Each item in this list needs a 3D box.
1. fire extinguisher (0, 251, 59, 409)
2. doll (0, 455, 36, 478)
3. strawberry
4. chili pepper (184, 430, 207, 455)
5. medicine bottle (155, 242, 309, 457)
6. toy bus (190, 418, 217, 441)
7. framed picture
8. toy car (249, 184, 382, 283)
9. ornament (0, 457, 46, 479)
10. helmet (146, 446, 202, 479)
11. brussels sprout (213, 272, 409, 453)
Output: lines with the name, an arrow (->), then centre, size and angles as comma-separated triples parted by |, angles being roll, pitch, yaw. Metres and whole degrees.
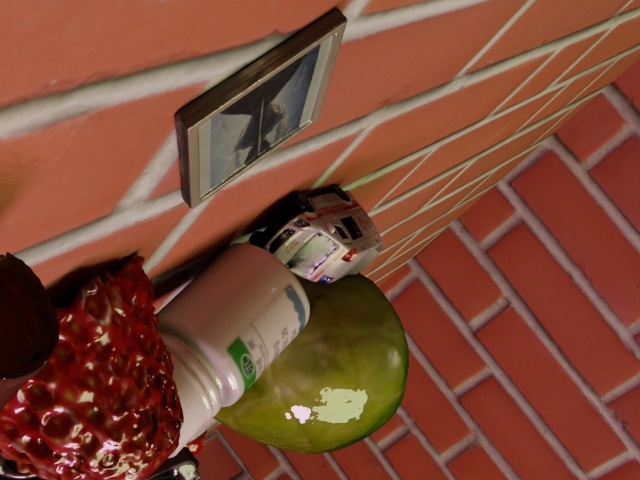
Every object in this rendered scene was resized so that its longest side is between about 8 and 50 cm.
fire extinguisher -> -0.323, 0.133, 0.675 | 0.147, 0.107, 0.337 | 12, 135, -46
doll -> -0.359, 0.209, 0.983 | 0.139, 0.057, 0.165 | -13, 163, 40
strawberry -> -0.204, 0.140, 0.940 | 0.234, 0.178, 0.234 | -43, 176, -4
chili pepper -> -0.279, 0.354, 1.884 | 0.338, 0.135, 0.131 | -38, 169, 16
medicine bottle -> -0.129, 0.123, 1.134 | 0.237, 0.139, 0.139 | -48, 179, -34
toy bus -> -0.150, 0.210, 1.661 | 0.342, 0.138, 0.097 | -30, 166, -36
framed picture -> -0.051, -0.099, 0.815 | 0.150, 0.015, 0.203 | -36, 172, -15
toy car -> 0.000, 0.000, 1.249 | 0.089, 0.108, 0.209 | -41, 171, 21
ornament -> -0.287, 0.183, 1.169 | 0.166, 0.153, 0.196 | -28, 144, -53
helmet -> -0.330, 0.354, 1.477 | 0.270, 0.197, 0.338 | -25, 152, -23
brussels sprout -> -0.038, 0.151, 1.381 | 0.344, 0.343, 0.268 | 61, 45, -82
